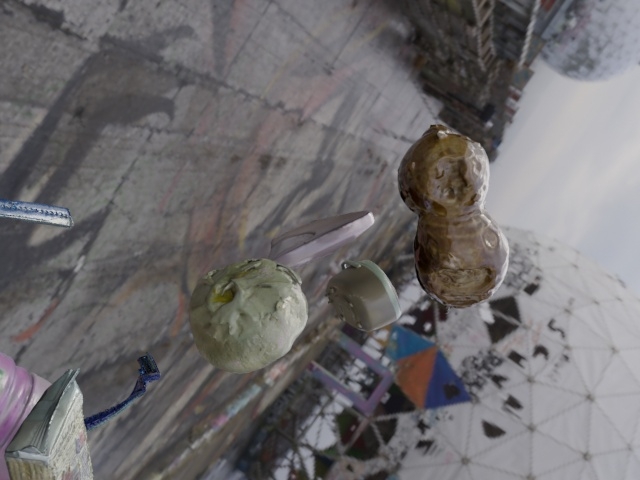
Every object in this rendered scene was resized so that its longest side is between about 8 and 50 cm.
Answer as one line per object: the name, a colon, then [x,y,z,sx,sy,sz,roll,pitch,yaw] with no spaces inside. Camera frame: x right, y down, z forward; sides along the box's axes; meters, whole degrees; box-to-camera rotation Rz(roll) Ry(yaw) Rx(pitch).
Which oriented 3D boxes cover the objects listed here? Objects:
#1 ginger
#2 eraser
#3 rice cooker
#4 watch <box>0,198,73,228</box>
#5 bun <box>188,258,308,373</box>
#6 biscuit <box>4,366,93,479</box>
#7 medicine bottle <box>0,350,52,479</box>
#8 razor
ginger: [0.215,-0.033,1.354,0.153,0.357,0.274,-14,-161,2]
eraser: [0.000,0.001,1.699,0.244,0.059,0.204,-19,-167,8]
rice cooker: [0.096,0.124,1.808,0.127,0.145,0.206,-30,-157,-21]
watch: [-0.712,-0.026,1.730,0.276,0.068,0.274,-34,151,0]
bun: [-0.140,0.128,1.496,0.239,0.239,0.141,-52,139,-16]
biscuit: [-0.413,0.359,1.251,0.186,0.079,0.308,-69,167,-55]
medicine bottle: [-0.609,0.266,1.337,0.212,0.325,0.212,-37,-152,24]
razor: [-0.439,0.338,1.517,0.324,0.056,0.093,-35,-154,-11]
